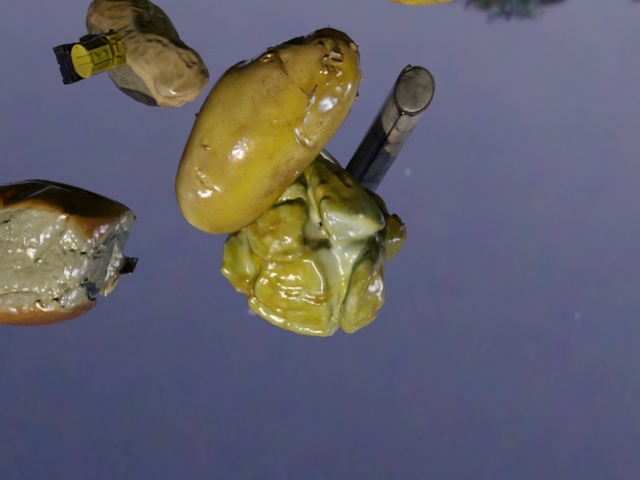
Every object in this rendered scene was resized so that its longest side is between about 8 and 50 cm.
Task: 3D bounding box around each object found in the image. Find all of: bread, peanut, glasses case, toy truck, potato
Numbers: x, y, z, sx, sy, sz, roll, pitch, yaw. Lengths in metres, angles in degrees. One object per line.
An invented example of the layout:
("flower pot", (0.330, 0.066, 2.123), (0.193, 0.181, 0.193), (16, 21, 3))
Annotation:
("bread", (-0.426, 0.019, 2.180), (0.279, 0.224, 0.250), (1, 179, 14))
("peanut", (-0.299, -0.324, 2.452), (0.153, 0.140, 0.325), (-13, -140, -35))
("glasses case", (0.088, -0.137, 2.204), (0.060, 0.299, 0.114), (26, -132, -4))
("toy truck", (-0.269, -0.219, 1.693), (0.054, 0.049, 0.083), (-7, -165, 32))
("potato", (-0.067, -0.140, 1.759), (0.173, 0.300, 0.140), (27, -162, -50))

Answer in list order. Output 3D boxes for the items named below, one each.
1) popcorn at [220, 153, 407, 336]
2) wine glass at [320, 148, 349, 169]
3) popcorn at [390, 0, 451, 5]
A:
("popcorn", (-0.004, -0.003, 2.024), (0.226, 0.276, 0.276), (8, -154, 15))
("wine glass", (-0.018, -0.136, 2.478), (0.196, 0.165, 0.165), (26, -156, -25))
("popcorn", (0.086, -0.508, 1.927), (0.354, 0.390, 0.344), (-6, -137, 29))
